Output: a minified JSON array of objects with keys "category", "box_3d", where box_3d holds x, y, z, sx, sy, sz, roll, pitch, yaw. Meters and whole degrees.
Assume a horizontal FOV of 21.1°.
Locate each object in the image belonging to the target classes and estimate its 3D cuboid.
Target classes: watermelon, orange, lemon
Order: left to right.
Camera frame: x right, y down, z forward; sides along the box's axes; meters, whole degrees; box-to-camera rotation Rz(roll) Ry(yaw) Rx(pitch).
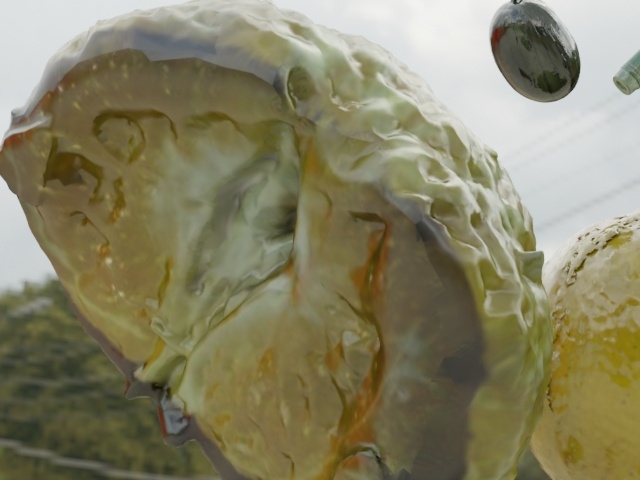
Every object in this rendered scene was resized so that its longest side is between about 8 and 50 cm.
[{"category":"orange","box_3d":[0.000,0.000,1.024,0.210,0.369,0.271,-28,-24,-41]},{"category":"watermelon","box_3d":[0.198,-0.178,1.597,0.078,0.078,0.111,-10,-59,48]},{"category":"lemon","box_3d":[0.297,0.116,1.526,0.258,0.310,0.258,13,-1,0]}]

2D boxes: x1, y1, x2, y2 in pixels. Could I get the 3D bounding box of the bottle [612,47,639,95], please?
[{"category":"bottle","box_3d":[0.319,-0.176,1.661,0.030,0.083,0.030,46,-8,8]}]
